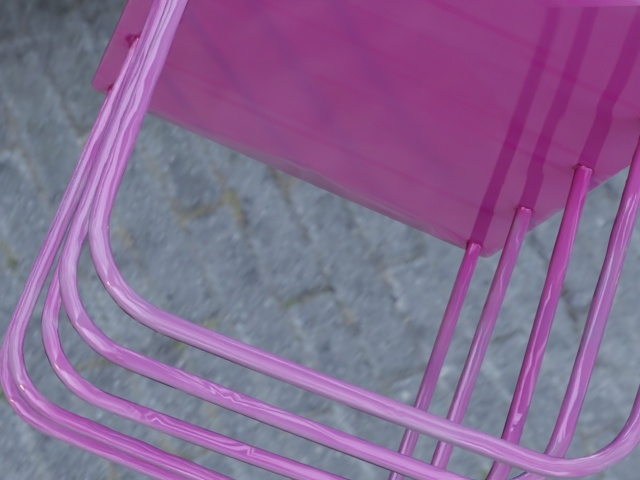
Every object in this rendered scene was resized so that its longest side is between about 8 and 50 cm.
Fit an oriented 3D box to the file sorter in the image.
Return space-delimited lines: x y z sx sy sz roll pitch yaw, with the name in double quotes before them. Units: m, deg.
"file sorter" 0.000 0.000 0.725 0.202 0.291 0.182 23 72 -9
